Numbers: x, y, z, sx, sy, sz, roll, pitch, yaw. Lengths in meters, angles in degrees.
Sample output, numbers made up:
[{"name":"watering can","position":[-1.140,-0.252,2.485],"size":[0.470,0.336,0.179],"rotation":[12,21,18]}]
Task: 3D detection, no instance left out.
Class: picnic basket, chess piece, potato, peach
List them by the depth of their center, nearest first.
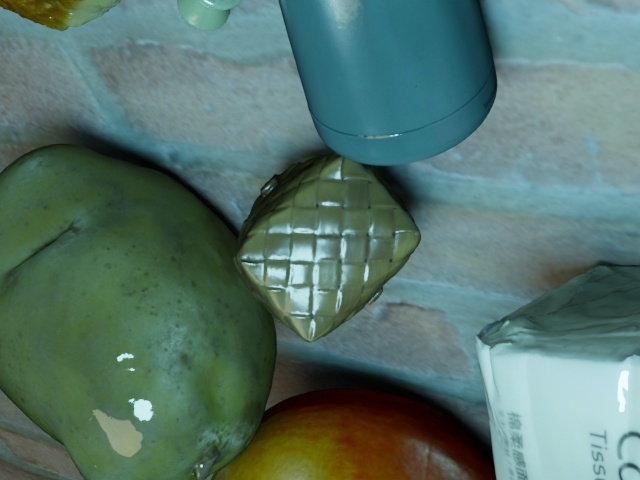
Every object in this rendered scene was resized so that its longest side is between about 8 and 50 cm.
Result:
[{"name":"chess piece","position":[-0.071,-0.181,0.840],"size":[0.059,0.059,0.149],"rotation":[40,154,-8]},{"name":"picnic basket","position":[0.000,0.000,0.955],"size":[0.128,0.138,0.178],"rotation":[48,-179,-10]},{"name":"potato","position":[-0.178,0.069,1.097],"size":[0.326,0.243,0.221],"rotation":[44,146,11]},{"name":"peach","position":[0.046,0.336,1.169],"size":[0.388,0.388,0.388],"rotation":[25,148,17]}]

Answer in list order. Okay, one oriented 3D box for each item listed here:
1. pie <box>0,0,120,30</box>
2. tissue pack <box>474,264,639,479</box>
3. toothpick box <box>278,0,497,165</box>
[{"name":"pie","position":[-0.237,-0.283,0.828],"size":[0.315,0.092,0.315],"rotation":[27,150,17]},{"name":"tissue pack","position":[0.266,0.210,0.794],"size":[0.266,0.194,0.356],"rotation":[3,109,46]},{"name":"toothpick box","position":[0.033,-0.146,0.720],"size":[0.120,0.120,0.184],"rotation":[13,141,33]}]
